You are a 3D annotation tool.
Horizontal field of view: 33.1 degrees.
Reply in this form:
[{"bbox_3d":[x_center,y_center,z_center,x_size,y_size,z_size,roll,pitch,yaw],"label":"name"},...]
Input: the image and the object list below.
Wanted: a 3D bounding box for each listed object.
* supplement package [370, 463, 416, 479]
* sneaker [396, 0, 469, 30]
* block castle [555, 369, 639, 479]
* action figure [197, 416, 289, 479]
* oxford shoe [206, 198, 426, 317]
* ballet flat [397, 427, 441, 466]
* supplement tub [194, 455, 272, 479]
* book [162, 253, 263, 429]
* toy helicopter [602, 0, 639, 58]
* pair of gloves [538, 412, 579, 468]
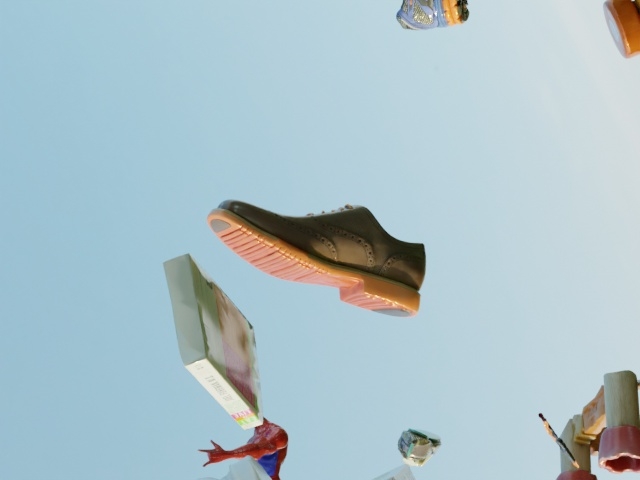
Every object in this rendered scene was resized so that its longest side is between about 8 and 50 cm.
[{"bbox_3d":[0.104,0.544,1.945,0.198,0.199,0.262,63,-174,10],"label":"supplement package"},{"bbox_3d":[0.094,-0.339,1.217,0.083,0.087,0.221,-21,-87,-71],"label":"sneaker"},{"bbox_3d":[0.643,0.385,1.786,0.303,0.453,0.213,106,171,-58],"label":"block castle"},{"bbox_3d":[-0.082,0.332,1.307,0.139,0.091,0.281,-7,-103,-29],"label":"action figure"},{"bbox_3d":[0.000,0.000,1.625,0.363,0.130,0.133,23,-108,-25],"label":"oxford shoe"},{"bbox_3d":[0.102,0.221,1.143,0.114,0.041,0.041,37,-144,-72],"label":"ballet flat"},{"bbox_3d":[-0.139,0.370,1.114,0.191,0.272,0.191,55,175,8],"label":"supplement tub"},{"bbox_3d":[-0.084,0.086,0.881,0.144,0.035,0.096,63,-170,-57],"label":"book"},{"bbox_3d":[0.390,-0.405,1.316,0.235,0.140,0.355,-16,-95,-80],"label":"toy helicopter"},{"bbox_3d":[0.365,0.309,1.650,0.074,0.010,0.083,55,-179,-37],"label":"pair of gloves"}]
